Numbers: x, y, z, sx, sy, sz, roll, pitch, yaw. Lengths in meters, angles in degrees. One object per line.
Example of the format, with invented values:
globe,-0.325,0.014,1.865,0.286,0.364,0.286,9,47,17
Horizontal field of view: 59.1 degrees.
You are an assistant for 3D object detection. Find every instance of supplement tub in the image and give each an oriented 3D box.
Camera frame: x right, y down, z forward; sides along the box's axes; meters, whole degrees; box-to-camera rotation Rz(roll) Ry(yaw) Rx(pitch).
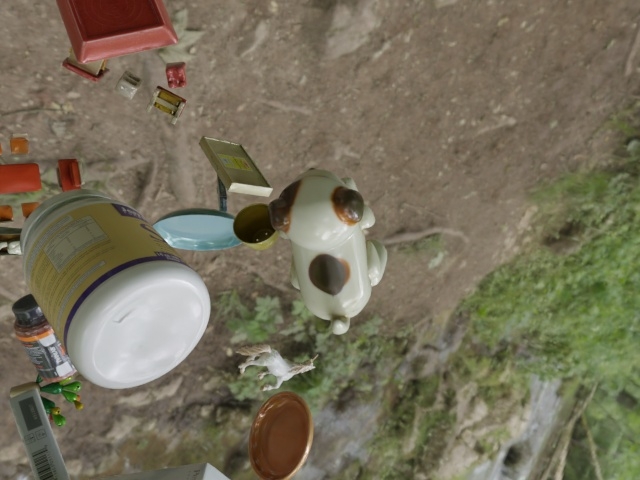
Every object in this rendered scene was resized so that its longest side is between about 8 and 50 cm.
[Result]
supplement tub,-0.375,0.071,1.003,0.241,0.331,0.240,-27,137,-29
supplement tub,-0.605,0.212,1.248,0.106,0.106,0.197,-43,136,-40

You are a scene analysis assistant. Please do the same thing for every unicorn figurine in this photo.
unicorn figurine,-0.086,0.250,1.119,0.111,0.060,0.162,-28,141,18

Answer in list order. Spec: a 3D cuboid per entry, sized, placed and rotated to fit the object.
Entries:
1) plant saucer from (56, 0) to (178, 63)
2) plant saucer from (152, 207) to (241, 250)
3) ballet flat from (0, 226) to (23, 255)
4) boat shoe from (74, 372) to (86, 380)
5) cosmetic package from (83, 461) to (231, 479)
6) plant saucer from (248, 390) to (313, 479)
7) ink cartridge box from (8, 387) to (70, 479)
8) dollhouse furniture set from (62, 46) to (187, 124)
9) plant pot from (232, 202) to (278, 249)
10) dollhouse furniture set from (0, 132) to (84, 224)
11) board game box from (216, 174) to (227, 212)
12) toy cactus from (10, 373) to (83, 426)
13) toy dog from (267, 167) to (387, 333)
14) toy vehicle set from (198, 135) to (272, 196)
plant saucer,-0.529,-0.596,1.446,0.259,0.258,0.047,-19,165,-17
plant saucer,-0.394,-0.039,1.860,0.317,0.318,0.043,41,43,-62
ballet flat,-0.702,0.006,1.255,0.068,0.214,0.072,-103,-168,-59
boat shoe,-0.702,0.395,1.781,0.302,0.109,0.098,127,-35,-72
cosmetic package,-0.466,0.755,1.498,0.161,0.454,0.230,57,26,-36
plant saucer,-0.085,0.445,1.278,0.037,0.200,0.199,30,82,-37
ink cartridge box,-0.538,0.408,1.090,0.066,0.189,0.232,-18,160,-35
dollhouse furniture set,-0.570,-0.551,1.739,0.201,0.374,0.152,-56,-159,22
plant pot,-0.172,-0.026,1.613,0.134,0.134,0.095,-57,156,-20
dollhouse furniture set,-0.848,-0.186,1.658,0.259,0.135,0.261,-10,95,-34
board game box,-0.360,-0.159,2.060,0.026,0.186,0.126,-4,127,-13
toy cactus,-0.765,0.410,1.583,0.112,0.181,0.218,159,-74,-78
toy dog,0.000,0.000,1.455,0.407,0.285,0.395,75,21,-46
toy vehicle set,-0.289,-0.253,1.912,0.166,0.266,0.035,5,129,-43
